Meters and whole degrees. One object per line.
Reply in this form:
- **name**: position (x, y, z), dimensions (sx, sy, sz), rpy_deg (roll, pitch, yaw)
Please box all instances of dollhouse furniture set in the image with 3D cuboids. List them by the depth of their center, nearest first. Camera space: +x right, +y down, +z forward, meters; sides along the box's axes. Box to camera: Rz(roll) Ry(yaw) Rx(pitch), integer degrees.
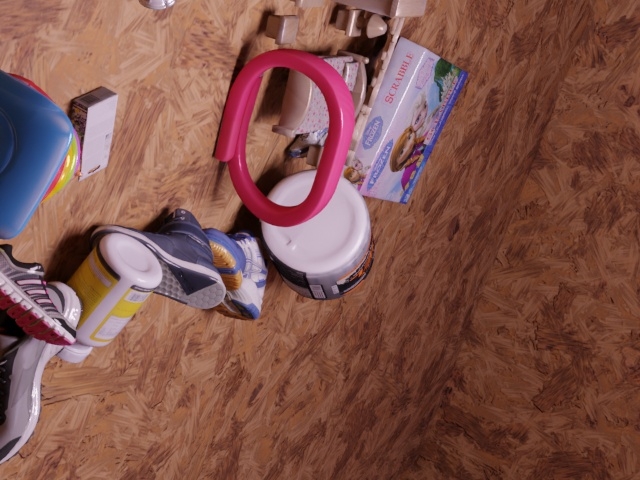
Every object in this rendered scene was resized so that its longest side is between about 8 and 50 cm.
- **dollhouse furniture set**: position (0.033, -0.252, 2.127), dimensions (0.303, 0.173, 0.356), rpy_deg (-19, 124, -61)

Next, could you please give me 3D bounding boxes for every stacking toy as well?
- **stacking toy**: position (-0.345, -0.102, 1.550), dimensions (0.166, 0.175, 0.302), rpy_deg (-60, 171, 3)

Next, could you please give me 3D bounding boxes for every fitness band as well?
- **fitness band**: position (-0.055, -0.160, 2.051), dimensions (0.054, 0.209, 0.291), rpy_deg (-34, 146, -54)

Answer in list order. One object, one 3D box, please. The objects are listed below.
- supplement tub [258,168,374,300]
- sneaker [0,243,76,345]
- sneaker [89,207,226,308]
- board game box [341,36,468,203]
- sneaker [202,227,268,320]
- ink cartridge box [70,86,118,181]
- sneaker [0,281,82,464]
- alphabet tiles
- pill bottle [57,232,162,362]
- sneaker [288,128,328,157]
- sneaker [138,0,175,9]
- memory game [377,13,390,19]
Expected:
- **supplement tub**: position (0.000, 0.000, 2.374), dimensions (0.194, 0.193, 0.316), rpy_deg (-59, 170, -8)
- **sneaker**: position (-0.373, 0.067, 1.695), dimensions (0.063, 0.170, 0.075), rpy_deg (-21, -148, 48)
- **sneaker**: position (-0.254, 0.004, 1.973), dimensions (0.226, 0.163, 0.086), rpy_deg (28, 116, -32)
- **board game box**: position (0.171, -0.237, 2.703), dimensions (0.319, 0.066, 0.318), rpy_deg (-65, 159, 8)
- **sneaker**: position (-0.160, 0.028, 2.229), dimensions (0.296, 0.111, 0.131), rpy_deg (71, 33, -65)
- **ink cartridge box**: position (-0.304, -0.141, 1.737), dimensions (0.063, 0.029, 0.115), rpy_deg (-37, 149, -50)
- **sneaker**: position (-0.425, 0.176, 1.775), dimensions (0.108, 0.100, 0.272), rpy_deg (21, 90, -60)
- **alphabet tiles**: position (0.097, -0.280, 2.405), dimensions (0.278, 0.021, 0.284), rpy_deg (112, -1, -69)
- **pill bottle**: position (-0.314, 0.085, 1.854), dimensions (0.184, 0.103, 0.103), rpy_deg (-48, 165, 21)
- **sneaker**: position (-0.012, -0.200, 2.347), dimensions (0.135, 0.052, 0.058), rpy_deg (-42, 131, -27)
- **sneaker**: position (-0.179, -0.375, 1.697), dimensions (0.166, 0.065, 0.076), rpy_deg (-54, 155, -24)
- **memory game**: position (0.145, -0.489, 2.398), dimensions (0.186, 0.012, 0.186), rpy_deg (-50, 157, -31)
